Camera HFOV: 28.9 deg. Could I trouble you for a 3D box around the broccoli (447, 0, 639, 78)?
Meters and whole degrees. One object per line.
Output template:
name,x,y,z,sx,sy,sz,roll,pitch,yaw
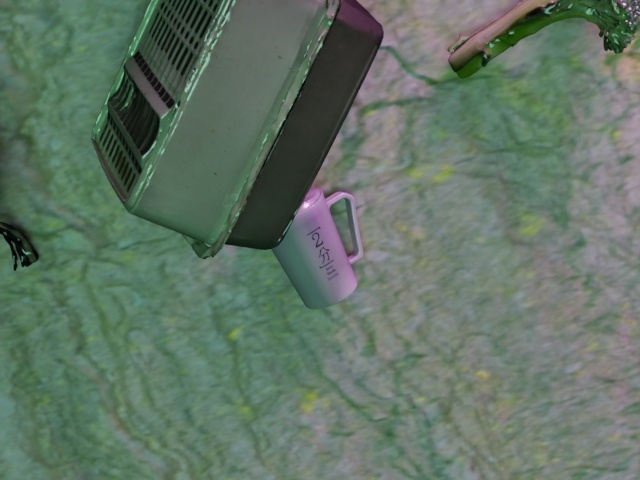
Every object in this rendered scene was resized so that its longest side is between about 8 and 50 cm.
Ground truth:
broccoli,0.217,-0.219,1.202,0.204,0.118,0.122,-24,119,24

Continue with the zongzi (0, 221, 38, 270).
zongzi,-0.413,-0.169,1.165,0.447,0.181,0.418,18,86,-33

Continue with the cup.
cup,0.000,0.000,1.290,0.104,0.074,0.116,-34,111,-19

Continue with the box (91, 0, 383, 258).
box,-0.082,-0.142,1.159,0.166,0.220,0.290,18,109,-29
